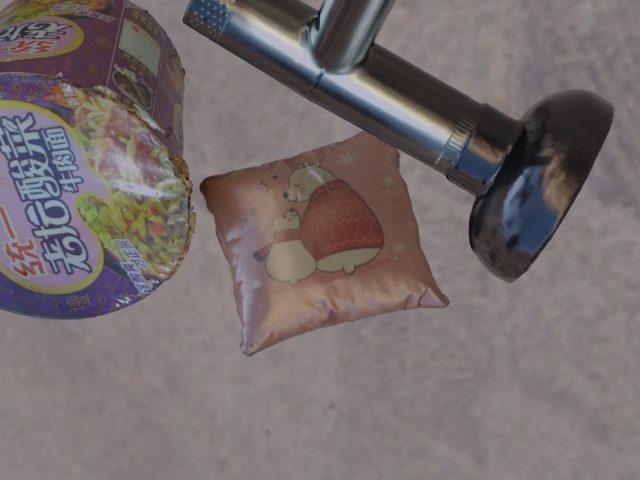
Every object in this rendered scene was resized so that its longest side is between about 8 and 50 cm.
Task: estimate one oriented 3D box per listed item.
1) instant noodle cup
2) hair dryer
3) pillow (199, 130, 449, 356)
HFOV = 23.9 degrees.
[{"bbox_3d":[-0.288,-0.118,1.716,0.339,0.266,0.340,3,129,4],"label":"instant noodle cup"},{"bbox_3d":[0.070,-0.115,1.043,0.320,0.156,0.284,31,169,-10],"label":"hair dryer"},{"bbox_3d":[0.000,0.000,1.637,0.084,0.236,0.223,71,-175,-67],"label":"pillow"}]
